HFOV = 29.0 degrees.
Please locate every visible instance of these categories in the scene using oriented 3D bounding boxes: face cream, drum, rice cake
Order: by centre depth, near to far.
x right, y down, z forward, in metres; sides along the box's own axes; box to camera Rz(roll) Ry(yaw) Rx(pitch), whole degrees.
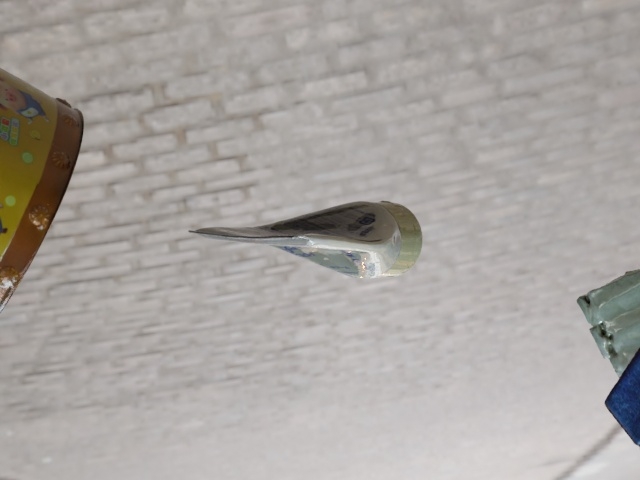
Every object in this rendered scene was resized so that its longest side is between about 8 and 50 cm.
[{"bbox_3d":[0.000,0.000,1.047,0.114,0.070,0.224,3,-178,34],"label":"face cream"},{"bbox_3d":[0.397,0.070,1.346,0.211,0.124,0.038,-28,173,0],"label":"rice cake"},{"bbox_3d":[-0.510,-0.044,1.634,0.214,0.431,0.431,30,143,-25],"label":"drum"}]

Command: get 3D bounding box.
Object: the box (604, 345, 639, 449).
[{"bbox_3d":[0.384,0.046,0.947,0.261,0.116,0.279,-26,154,-23],"label":"box"}]
